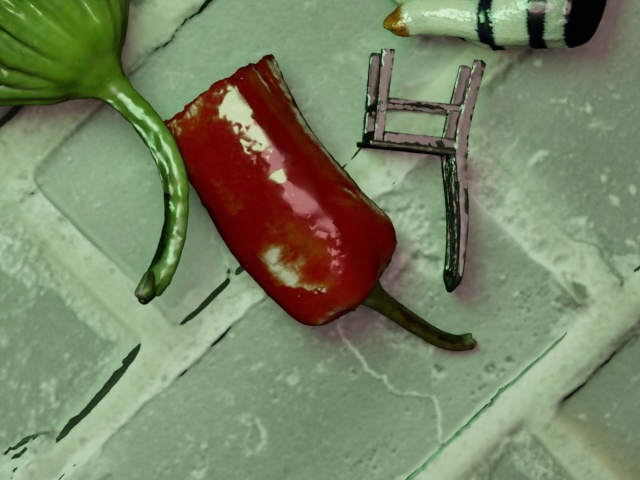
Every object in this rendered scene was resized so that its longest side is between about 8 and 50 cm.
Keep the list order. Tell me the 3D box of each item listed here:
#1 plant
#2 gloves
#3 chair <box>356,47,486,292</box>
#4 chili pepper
[{"bbox_3d":[-0.206,-0.143,1.637,0.333,0.180,0.251,44,84,-14],"label":"plant"},{"bbox_3d":[0.142,-0.240,1.675,0.219,0.131,0.140,13,92,28],"label":"gloves"},{"bbox_3d":[0.086,-0.063,1.682,0.101,0.084,0.212,7,90,-6],"label":"chair"},{"bbox_3d":[-0.004,0.003,1.654,0.134,0.131,0.338,-35,94,7],"label":"chili pepper"}]
